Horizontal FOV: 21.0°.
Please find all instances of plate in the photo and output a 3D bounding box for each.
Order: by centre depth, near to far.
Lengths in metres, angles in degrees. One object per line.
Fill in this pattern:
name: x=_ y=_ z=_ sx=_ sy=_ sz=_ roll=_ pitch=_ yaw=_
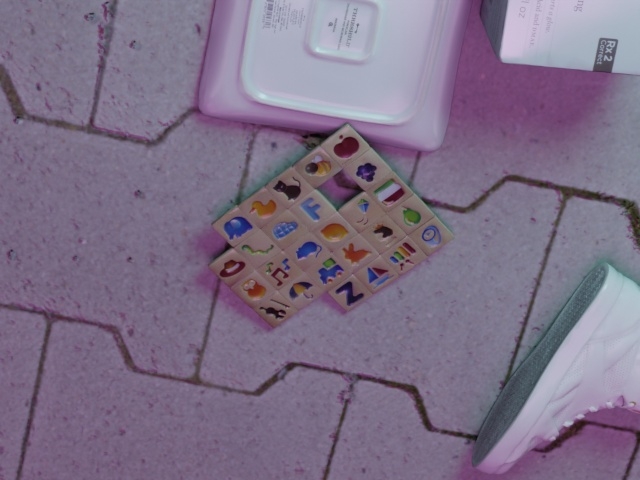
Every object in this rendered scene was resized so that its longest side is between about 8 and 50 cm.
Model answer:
plate: x=0.024 y=-0.233 z=1.835 sx=0.278 sy=0.045 sz=0.277 roll=9 pitch=115 yaw=-6

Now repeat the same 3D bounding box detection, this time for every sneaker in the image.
sneaker: x=0.315 y=0.187 z=2.008 sx=0.169 sy=0.108 sz=0.292 roll=31 pitch=109 yaw=-12

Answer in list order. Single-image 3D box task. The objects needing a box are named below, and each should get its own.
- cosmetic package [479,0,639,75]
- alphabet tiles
cosmetic package: x=0.272 y=-0.267 z=1.770 sx=0.183 sy=0.151 sz=0.151 roll=4 pitch=116 yaw=-5
alphabet tiles: x=0.000 y=0.000 z=1.943 sx=0.237 sy=0.009 sz=0.198 roll=-35 pitch=121 yaw=18
